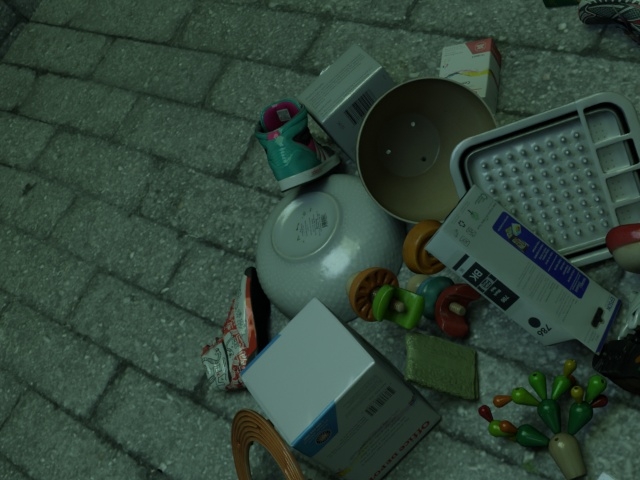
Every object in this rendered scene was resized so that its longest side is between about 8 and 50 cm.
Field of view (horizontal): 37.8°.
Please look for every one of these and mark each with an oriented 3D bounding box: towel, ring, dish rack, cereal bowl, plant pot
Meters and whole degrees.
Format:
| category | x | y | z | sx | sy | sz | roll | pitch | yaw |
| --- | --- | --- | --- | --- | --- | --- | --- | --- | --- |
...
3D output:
| category | x | y | z | sx | sy | sz | roll | pitch | yaw |
| --- | --- | --- | --- | --- | --- | --- | --- | --- | --- |
| towel | 0.216 | 0.226 | 1.671 | 0.027 | 0.148 | 0.110 | 127 | 155 | -49 |
| ring | -0.067 | 0.448 | 1.621 | 0.032 | 0.336 | 0.336 | -18 | 42 | -26 |
| dish rack | 0.422 | -0.091 | 1.675 | 0.333 | 0.072 | 0.285 | -18 | 97 | 14 |
| cereal bowl | 0.000 | 0.000 | 1.941 | 0.339 | 0.141 | 0.339 | -17 | 53 | 25 |
| plant pot | 0.196 | -0.184 | 1.874 | 0.284 | 0.284 | 0.191 | -45 | 12 | 1 |

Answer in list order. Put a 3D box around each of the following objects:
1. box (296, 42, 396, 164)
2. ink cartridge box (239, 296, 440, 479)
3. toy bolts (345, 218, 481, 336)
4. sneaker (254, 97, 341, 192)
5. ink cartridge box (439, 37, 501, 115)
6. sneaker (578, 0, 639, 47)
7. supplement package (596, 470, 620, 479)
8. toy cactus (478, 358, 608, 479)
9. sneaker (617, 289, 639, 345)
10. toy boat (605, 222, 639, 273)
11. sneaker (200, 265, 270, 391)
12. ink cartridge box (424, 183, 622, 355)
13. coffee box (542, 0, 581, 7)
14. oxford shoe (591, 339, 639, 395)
| category | x | y | z | sx | sy | sz | roll | pitch | yaw |
| --- | --- | --- | --- | --- | --- | --- | --- | --- | --- |
| box | 0.078 | -0.297 | 2.047 | 0.181 | 0.182 | 0.119 | -43 | 50 | 4 |
| ink cartridge box | 0.038 | 0.277 | 1.654 | 0.198 | 0.270 | 0.197 | -45 | 46 | 0 |
| toy bolts | 0.174 | 0.065 | 1.727 | 0.158 | 0.228 | 0.218 | 28 | 96 | 56 |
| sneaker | -0.053 | -0.215 | 1.993 | 0.124 | 0.178 | 0.295 | -19 | 8 | 16 |
| ink cartridge box | 0.314 | -0.325 | 1.987 | 0.115 | 0.067 | 0.198 | -7 | 59 | 29 |
| sneaker | 0.630 | -0.428 | 1.820 | 0.299 | 0.121 | 0.112 | 22 | 106 | 48 |
| supplement package | 0.430 | 0.458 | 1.396 | 0.105 | 0.105 | 0.179 | 29 | 80 | 41 |
| toy cactus | 0.384 | 0.305 | 1.544 | 0.219 | 0.112 | 0.180 | -25 | 70 | 15 |
| sneaker | 0.573 | 0.071 | 1.472 | 0.292 | 0.110 | 0.118 | -54 | 14 | 51 |
| toy boat | 0.583 | -0.044 | 1.556 | 0.231 | 0.151 | 0.151 | -26 | 70 | 9 |
| sneaker | -0.185 | 0.188 | 1.974 | 0.145 | 0.090 | 0.270 | -19 | 57 | 19 |
| ink cartridge box | 0.349 | 0.060 | 1.597 | 0.165 | 0.333 | 0.065 | -46 | -7 | -46 |
| coffee box | 0.569 | -0.557 | 1.983 | 0.184 | 0.040 | 0.113 | 4 | 65 | 35 |
| oxford shoe | 0.534 | 0.209 | 1.454 | 0.083 | 0.096 | 0.227 | -54 | 17 | -11 |
